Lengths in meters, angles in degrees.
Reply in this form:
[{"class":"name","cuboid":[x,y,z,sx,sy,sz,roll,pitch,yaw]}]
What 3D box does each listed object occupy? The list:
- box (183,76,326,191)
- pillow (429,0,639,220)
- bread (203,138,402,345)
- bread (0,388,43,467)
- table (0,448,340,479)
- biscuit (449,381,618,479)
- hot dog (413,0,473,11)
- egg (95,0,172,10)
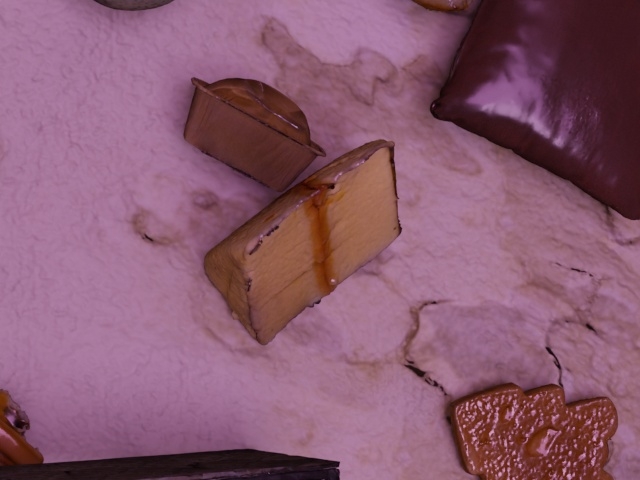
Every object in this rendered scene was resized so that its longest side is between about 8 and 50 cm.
[{"class":"box","cuboid":[-0.079,-0.131,1.534,0.177,0.111,0.111,29,79,-12]},{"class":"pillow","cuboid":[0.322,-0.224,1.642,0.305,0.108,0.308,26,80,-13]},{"class":"bread","cuboid":[0.000,0.000,1.506,0.240,0.178,0.135,-37,95,-16]},{"class":"bread","cuboid":[-0.385,0.244,1.437,0.119,0.084,0.177,44,81,-8]},{"class":"table","cuboid":[-0.171,0.369,1.372,0.335,0.222,0.272,1,85,-31]},{"class":"biscuit","cuboid":[0.257,0.258,1.629,0.238,0.041,0.212,31,85,-11]},{"class":"hot dog","cuboid":[0.110,-0.364,1.605,0.213,0.103,0.146,50,55,-16]},{"class":"egg","cuboid":[-0.201,-0.333,1.494,0.181,0.141,0.141,-22,92,-26]}]
